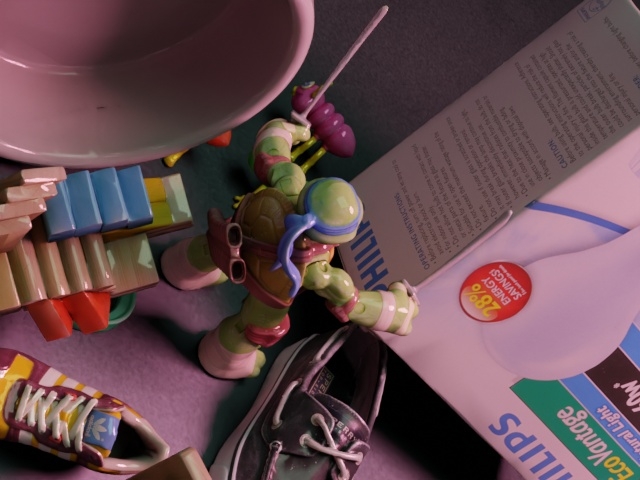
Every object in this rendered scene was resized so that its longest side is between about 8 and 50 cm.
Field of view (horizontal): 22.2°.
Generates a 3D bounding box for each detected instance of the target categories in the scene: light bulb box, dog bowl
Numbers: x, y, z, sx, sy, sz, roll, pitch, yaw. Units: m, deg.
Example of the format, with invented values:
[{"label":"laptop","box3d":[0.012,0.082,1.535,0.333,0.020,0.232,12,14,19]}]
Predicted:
[{"label":"light bulb box","box3d":[0.260,0.019,1.566,0.358,0.361,0.225,44,16,-30]},{"label":"dog bowl","box3d":[-0.163,-0.179,1.285,0.349,0.349,0.102,16,49,-45]}]

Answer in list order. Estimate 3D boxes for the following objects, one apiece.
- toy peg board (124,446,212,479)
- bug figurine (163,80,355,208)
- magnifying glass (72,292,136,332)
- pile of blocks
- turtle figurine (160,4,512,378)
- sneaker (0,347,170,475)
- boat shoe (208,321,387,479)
[{"label":"toy peg board","box3d":[-0.120,0.253,1.172,0.079,0.161,0.160,-25,85,-38]},{"label":"bug figurine","box3d":[-0.057,-0.135,1.611,0.216,0.072,0.279,50,35,-13]},{"label":"magnifying glass","box3d":[-0.241,0.003,1.314,0.231,0.026,0.092,30,44,-34]},{"label":"pile of blocks","box3d":[-0.210,0.017,1.208,0.362,0.149,0.112,-11,82,-47]},{"label":"turtle figurine","box3d":[0.000,0.000,1.383,0.198,0.266,0.274,41,50,-11]},{"label":"sneaker","box3d":[-0.193,0.127,1.205,0.185,0.084,0.069,25,77,-43]},{"label":"boat shoe","box3d":[-0.007,0.177,1.406,0.108,0.102,0.301,49,35,-15]}]
